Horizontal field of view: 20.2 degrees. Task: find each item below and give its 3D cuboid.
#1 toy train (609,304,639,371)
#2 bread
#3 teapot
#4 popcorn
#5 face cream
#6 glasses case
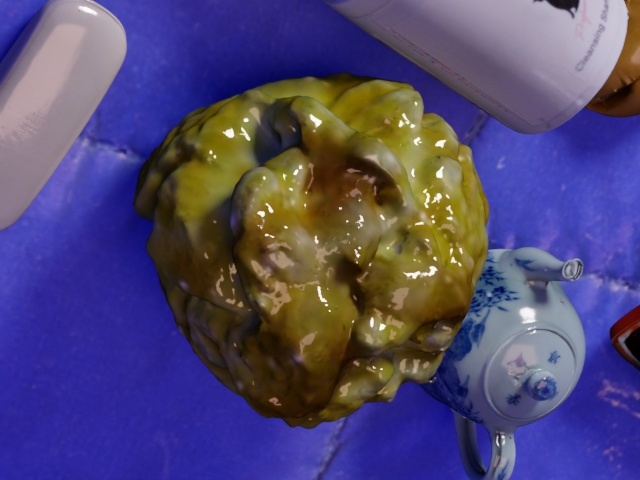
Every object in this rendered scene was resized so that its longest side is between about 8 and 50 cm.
[{"bbox_3d":[0.426,0.156,1.731,0.086,0.089,0.409,-39,122,25],"label":"toy train"},{"bbox_3d":[0.301,-0.181,1.547,0.189,0.077,0.114,-48,124,1],"label":"bread"},{"bbox_3d":[0.166,0.104,1.577,0.159,0.159,0.232,8,109,-24],"label":"teapot"},{"bbox_3d":[0.003,-0.005,1.417,0.282,0.247,0.282,-5,103,-23],"label":"popcorn"},{"bbox_3d":[0.064,-0.228,1.392,0.369,0.145,0.145,30,99,-30],"label":"face cream"},{"bbox_3d":[-0.226,-0.097,1.393,0.081,0.051,0.204,32,98,-28],"label":"glasses case"}]
